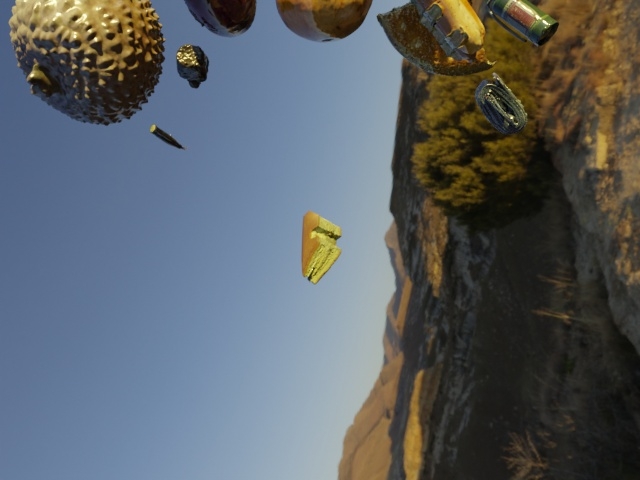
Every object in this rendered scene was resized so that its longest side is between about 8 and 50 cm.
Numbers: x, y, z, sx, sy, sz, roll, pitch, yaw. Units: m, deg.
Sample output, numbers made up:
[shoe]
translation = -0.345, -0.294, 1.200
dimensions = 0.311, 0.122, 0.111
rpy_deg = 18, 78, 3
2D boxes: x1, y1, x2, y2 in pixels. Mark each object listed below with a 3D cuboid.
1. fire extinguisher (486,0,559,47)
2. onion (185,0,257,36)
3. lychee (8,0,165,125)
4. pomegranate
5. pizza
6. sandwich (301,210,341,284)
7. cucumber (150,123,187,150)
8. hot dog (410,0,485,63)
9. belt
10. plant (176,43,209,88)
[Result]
[fire extinguisher]
translation = 0.671, -0.789, 1.641
dimensions = 0.093, 0.294, 0.118
rpy_deg = -21, -28, -42
[onion]
translation = -0.391, -0.962, 1.833
dimensions = 0.337, 0.282, 0.260
rpy_deg = 59, -174, -19
[lychee]
translation = -0.600, -0.512, 1.270
dimensions = 0.432, 0.380, 0.380
rpy_deg = -56, -23, -33
[pomegranate]
translation = 0.011, -0.597, 1.141
dimensions = 0.248, 0.248, 0.248
rpy_deg = 13, -90, -77
[pizza]
translation = 0.273, -0.482, 1.075
dimensions = 0.058, 0.292, 0.197
rpy_deg = -71, 2, -56
[sandwich]
translation = 0.000, 0.000, 1.339
dimensions = 0.090, 0.088, 0.244
rpy_deg = 34, -137, -33
[cucumber]
translation = -0.582, -0.391, 1.831
dimensions = 0.163, 0.043, 0.039
rpy_deg = 34, -124, -56
[hot dog]
translation = 0.202, -0.432, 0.852
dimensions = 0.072, 0.269, 0.109
rpy_deg = -39, 8, 8
[belt]
translation = 0.644, -0.473, 1.699
dimensions = 0.122, 0.218, 0.128
rpy_deg = -39, 17, 29
[plant]
translation = -0.549, -0.751, 2.055
dimensions = 0.203, 0.131, 0.142
rpy_deg = -176, 92, -78
